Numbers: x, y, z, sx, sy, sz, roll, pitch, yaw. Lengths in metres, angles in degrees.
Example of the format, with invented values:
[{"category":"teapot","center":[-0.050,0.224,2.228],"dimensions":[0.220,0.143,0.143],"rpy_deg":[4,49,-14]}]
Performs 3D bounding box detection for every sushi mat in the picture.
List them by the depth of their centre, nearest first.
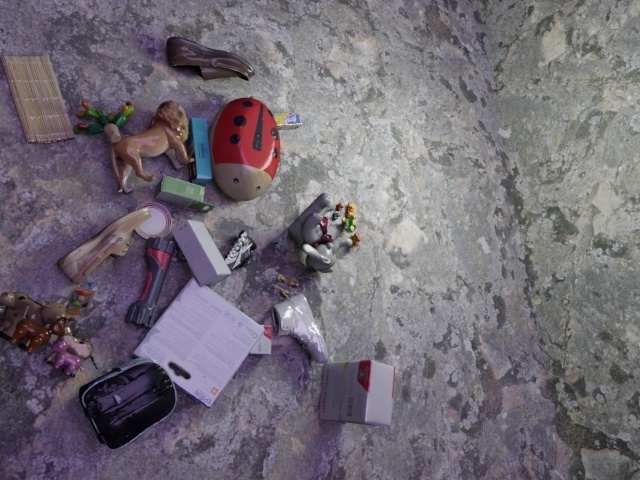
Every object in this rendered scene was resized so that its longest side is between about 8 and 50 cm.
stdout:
[{"category":"sushi mat","center":[-0.962,-0.483,1.705],"dimensions":[0.151,0.019,0.317],"rpy_deg":[-17,86,-35]}]

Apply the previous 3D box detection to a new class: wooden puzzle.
[{"category":"wooden puzzle","center":[-0.771,0.187,1.610],"dimensions":[0.078,0.014,0.117],"rpy_deg":[11,98,-34]}]

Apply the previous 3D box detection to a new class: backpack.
[{"category":"backpack","center":[-0.588,0.491,1.558],"dimensions":[0.253,0.191,0.225],"rpy_deg":[-27,97,-25]}]

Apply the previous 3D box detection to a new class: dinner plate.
[{"category":"dinner plate","center":[-0.610,-0.070,1.810],"dimensions":[0.141,0.017,0.141],"rpy_deg":[10,71,-29]}]

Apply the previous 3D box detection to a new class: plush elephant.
[{"category":"plush elephant","center":[0.000,0.000,2.035],"dimensions":[0.330,0.272,0.255],"rpy_deg":[-42,86,-5]}]

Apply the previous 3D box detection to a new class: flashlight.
[{"category":"flashlight","center":[-0.590,0.141,1.722],"dimensions":[0.103,0.103,0.305],"rpy_deg":[25,69,-29]}]

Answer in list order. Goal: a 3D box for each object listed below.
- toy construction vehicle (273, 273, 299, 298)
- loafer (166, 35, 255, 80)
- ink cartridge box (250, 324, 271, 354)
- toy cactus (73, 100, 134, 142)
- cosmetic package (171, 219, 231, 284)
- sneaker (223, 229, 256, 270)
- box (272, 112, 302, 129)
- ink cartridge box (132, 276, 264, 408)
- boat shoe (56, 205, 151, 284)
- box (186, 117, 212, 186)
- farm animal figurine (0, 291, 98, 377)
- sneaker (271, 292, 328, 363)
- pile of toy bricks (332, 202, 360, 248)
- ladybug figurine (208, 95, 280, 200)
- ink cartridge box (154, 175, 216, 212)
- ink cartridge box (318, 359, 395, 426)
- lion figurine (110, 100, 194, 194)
[{"category":"toy construction vehicle","center":[-0.138,0.184,2.025],"dimensions":[0.098,0.035,0.086],"rpy_deg":[37,60,-18]},{"category":"loafer","center":[-0.450,-0.711,2.044],"dimensions":[0.365,0.134,0.130],"rpy_deg":[11,94,-19]},{"category":"ink cartridge box","center":[-0.264,0.372,1.875],"dimensions":[0.150,0.063,0.110],"rpy_deg":[10,71,-29]},{"category":"toy cactus","center":[-0.744,-0.415,1.746],"dimensions":[0.218,0.112,0.181],"rpy_deg":[-22,56,-28]},{"category":"cosmetic package","center":[-0.428,0.044,1.797],"dimensions":[0.231,0.085,0.117],"rpy_deg":[60,13,11]},{"category":"sneaker","center":[-0.318,0.075,1.916],"dimensions":[0.106,0.078,0.234],"rpy_deg":[38,58,-15]},{"category":"box","center":[-0.168,-0.523,2.195],"dimensions":[0.168,0.054,0.059],"rpy_deg":[-13,84,-35]},{"category":"ink cartridge box","center":[-0.418,0.351,1.744],"dimensions":[0.324,0.071,0.330],"rpy_deg":[38,69,-6]},{"category":"boat shoe","center":[-0.701,0.010,1.678],"dimensions":[0.341,0.121,0.110],"rpy_deg":[-41,104,-23]},{"category":"box","center":[-0.472,-0.337,1.923],"dimensions":[0.060,0.100,0.245],"rpy_deg":[-1,77,-31]},{"category":"farm animal figurine","center":[-0.821,0.245,1.473],"dimensions":[0.326,0.330,0.172],"rpy_deg":[25,63,8]},{"category":"sneaker","center":[-0.094,0.371,1.966],"dimensions":[0.169,0.108,0.293],"rpy_deg":[-18,77,-33]},{"category":"pile of toy bricks","center":[0.129,-0.081,2.226],"dimensions":[0.117,0.105,0.213],"rpy_deg":[13,70,-29]},{"category":"ladybug figurine","center":[-0.285,-0.383,1.984],"dimensions":[0.304,0.161,0.450],"rpy_deg":[11,72,-32]},{"category":"ink cartridge box","center":[-0.497,-0.169,1.853],"dimensions":[0.209,0.109,0.062],"rpy_deg":[15,71,-28]},{"category":"ink cartridge box","center":[0.136,0.585,1.921],"dimensions":[0.131,0.306,0.226],"rpy_deg":[19,67,-27]},{"category":"lion figurine","center":[-0.619,-0.344,1.802],"dimensions":[0.392,0.142,0.240],"rpy_deg":[-38,107,-39]}]
